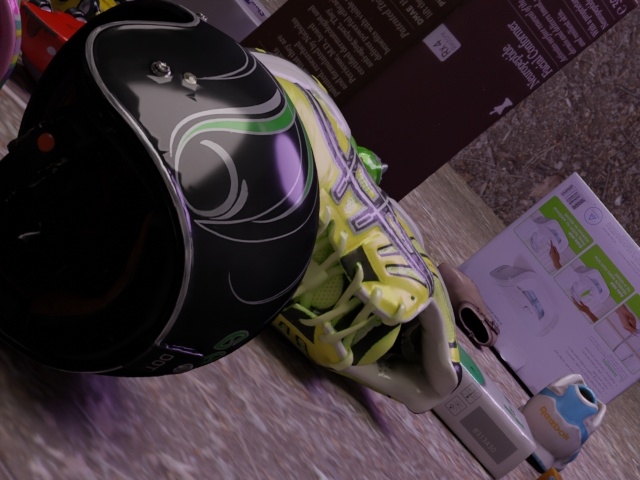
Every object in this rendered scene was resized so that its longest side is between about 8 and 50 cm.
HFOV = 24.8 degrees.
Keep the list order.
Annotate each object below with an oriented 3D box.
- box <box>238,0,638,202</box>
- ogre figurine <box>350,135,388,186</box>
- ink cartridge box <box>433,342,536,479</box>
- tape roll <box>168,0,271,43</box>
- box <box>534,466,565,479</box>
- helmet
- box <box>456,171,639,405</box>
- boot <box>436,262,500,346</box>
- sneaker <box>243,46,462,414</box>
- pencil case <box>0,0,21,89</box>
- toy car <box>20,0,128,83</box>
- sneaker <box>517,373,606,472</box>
[{"bbox_3d":[0.082,-0.175,1.329,0.191,0.381,0.143,34,20,-57],"label":"box"},{"bbox_3d":[-0.026,-0.057,1.172,0.197,0.118,0.097,44,11,-26],"label":"ogre figurine"},{"bbox_3d":[0.117,0.109,1.388,0.181,0.056,0.224,48,11,-11],"label":"ink cartridge box"},{"bbox_3d":[-0.098,-0.247,1.734,0.219,0.072,0.219,48,9,-10],"label":"tape roll"},{"bbox_3d":[0.268,0.291,1.432,0.136,0.028,0.081,45,10,-13],"label":"box"},{"bbox_3d":[-0.080,-0.024,0.666,0.169,0.169,0.161,50,26,4],"label":"helmet"},{"bbox_3d":[0.332,0.083,1.921,0.262,0.231,0.127,51,9,9],"label":"box"},{"bbox_3d":[0.182,0.082,1.826,0.118,0.042,0.087,49,12,2],"label":"boot"},{"bbox_3d":[0.000,0.000,0.997,0.385,0.145,0.147,35,17,-51],"label":"sneaker"},{"bbox_3d":[-0.197,-0.137,0.704,0.124,0.124,0.284,46,9,-22],"label":"pencil case"},{"bbox_3d":[-0.115,-0.106,1.046,0.225,0.053,0.239,33,13,-12],"label":"toy car"},{"bbox_3d":[0.271,0.198,1.618,0.087,0.092,0.229,49,8,8],"label":"sneaker"}]
